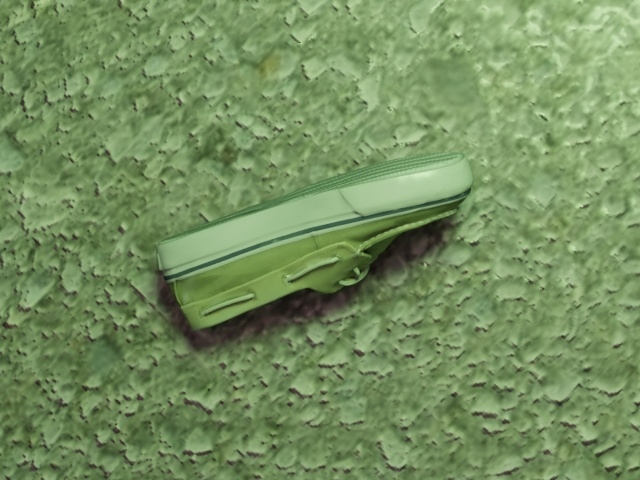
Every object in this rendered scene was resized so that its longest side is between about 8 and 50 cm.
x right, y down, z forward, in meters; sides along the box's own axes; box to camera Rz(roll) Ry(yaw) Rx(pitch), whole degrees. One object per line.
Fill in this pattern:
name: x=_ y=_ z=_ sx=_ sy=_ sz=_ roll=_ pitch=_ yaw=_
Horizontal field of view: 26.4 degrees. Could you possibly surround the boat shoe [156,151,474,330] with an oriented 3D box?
boat shoe: x=0.000 y=0.000 z=1.222 sx=0.302 sy=0.109 sz=0.094 roll=-17 pitch=99 yaw=19
